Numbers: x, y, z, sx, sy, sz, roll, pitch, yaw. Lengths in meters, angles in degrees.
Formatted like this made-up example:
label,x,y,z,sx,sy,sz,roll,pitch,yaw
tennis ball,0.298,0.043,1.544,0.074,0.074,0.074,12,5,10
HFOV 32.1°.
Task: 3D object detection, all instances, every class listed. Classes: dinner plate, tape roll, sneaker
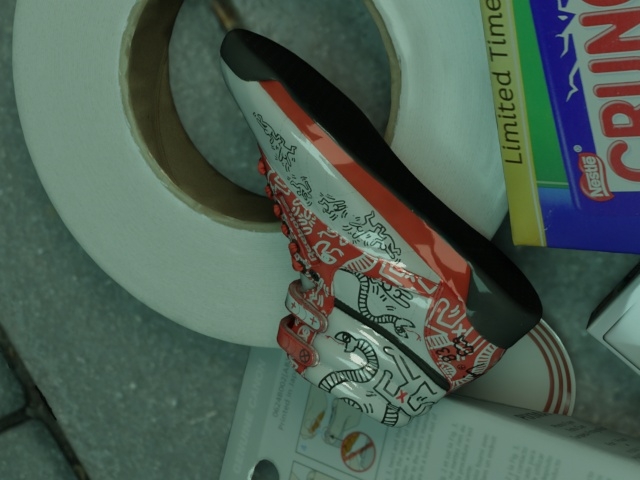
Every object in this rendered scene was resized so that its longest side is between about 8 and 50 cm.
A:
label,x,y,z,sx,sy,sz,roll,pitch,yaw
dinner plate,0.119,0.104,0.828,0.141,0.017,0.141,5,107,17
tape roll,-0.035,-0.115,0.788,0.392,0.072,0.392,5,107,18
sneaker,0.000,0.001,0.722,0.270,0.090,0.145,44,112,0

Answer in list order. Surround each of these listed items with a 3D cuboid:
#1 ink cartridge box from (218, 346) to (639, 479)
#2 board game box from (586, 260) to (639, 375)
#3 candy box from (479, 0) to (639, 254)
label,x,y,z,sx,sy,sz,roll,pitch,yaw
ink cartridge box,0.089,0.262,0.809,0.385,0.091,0.308,16,96,33
board game box,0.343,0.009,0.701,0.193,0.053,0.305,40,114,5
candy box,0.245,-0.125,0.564,0.317,0.122,0.268,6,126,32
